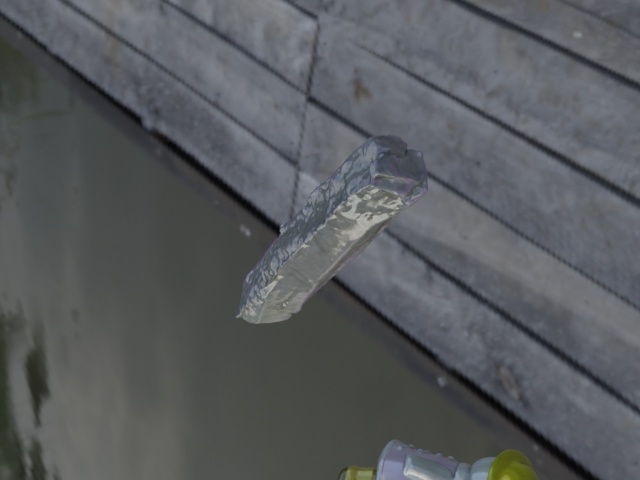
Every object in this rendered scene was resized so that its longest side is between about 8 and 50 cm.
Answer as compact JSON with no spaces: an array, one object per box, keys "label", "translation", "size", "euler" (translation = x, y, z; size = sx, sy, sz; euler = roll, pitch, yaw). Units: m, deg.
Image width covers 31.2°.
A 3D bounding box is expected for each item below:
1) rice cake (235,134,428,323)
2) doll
[{"label":"rice cake","translation":[0.000,0.001,0.825],"size":[0.270,0.055,0.049],"euler":[132,149,-57]},{"label":"doll","translation":[0.121,0.233,1.083],"size":[0.207,0.129,0.081],"euler":[-2,60,28]}]
